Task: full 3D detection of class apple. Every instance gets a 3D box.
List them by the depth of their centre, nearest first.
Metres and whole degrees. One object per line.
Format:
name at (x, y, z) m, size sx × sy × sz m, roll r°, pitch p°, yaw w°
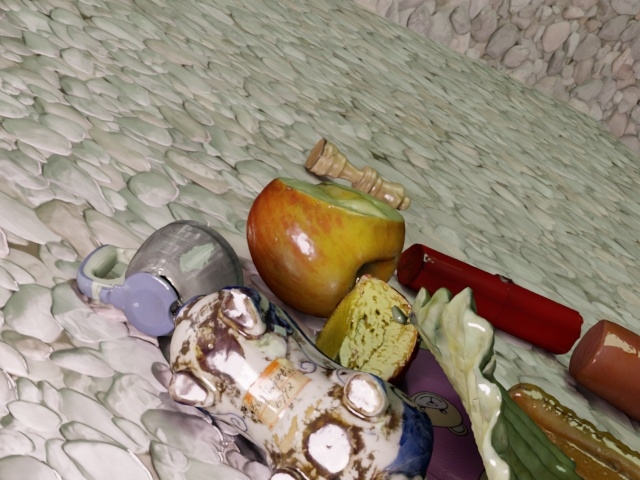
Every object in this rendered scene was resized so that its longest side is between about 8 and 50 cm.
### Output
apple at (0.000, 0.000, 1.752) m, size 0.173 × 0.160 × 0.195 m, roll 45°, pitch 19°, yaw 26°

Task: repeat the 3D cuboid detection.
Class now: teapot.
teapot at (-0.159, 0.034, 1.480) m, size 0.149 × 0.111 × 0.108 m, roll 40°, pitch 32°, yaw 8°

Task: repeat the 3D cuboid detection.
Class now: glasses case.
glasses case at (0.129, 0.186, 1.600) m, size 0.123 × 0.076 × 0.316 m, roll 29°, pitch 17°, yaw -16°

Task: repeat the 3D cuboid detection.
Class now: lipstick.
lipstick at (0.235, 0.081, 2.091) m, size 0.279 × 0.073 × 0.073 m, roll 24°, pitch 19°, yaw -23°

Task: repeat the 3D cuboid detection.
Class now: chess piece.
chess piece at (0.063, -0.092, 2.306) m, size 0.172 × 0.060 × 0.060 m, roll 29°, pitch 17°, yaw -16°

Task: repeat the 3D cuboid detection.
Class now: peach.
peach at (0.048, 0.118, 1.565) m, size 0.092 × 0.127 × 0.172 m, roll 31°, pitch 21°, yaw -12°

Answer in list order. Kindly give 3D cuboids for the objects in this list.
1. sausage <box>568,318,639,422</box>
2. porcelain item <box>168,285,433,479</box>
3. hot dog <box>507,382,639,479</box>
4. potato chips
sausage at (0.472, 0.209, 2.081) m, size 0.259 × 0.113 × 0.113 m, roll 30°, pitch 17°, yaw -6°
porcelain item at (-0.016, 0.155, 1.384) m, size 0.288 × 0.138 × 0.186 m, roll 35°, pitch -1°, yaw 25°
hot dog at (0.328, 0.266, 1.734) m, size 0.289 × 0.083 × 0.068 m, roll 36°, pitch -2°, yaw 13°
potato chips at (0.184, 0.204, 1.366) m, size 0.389 × 0.097 × 0.373 m, roll 51°, pitch 15°, yaw -46°
